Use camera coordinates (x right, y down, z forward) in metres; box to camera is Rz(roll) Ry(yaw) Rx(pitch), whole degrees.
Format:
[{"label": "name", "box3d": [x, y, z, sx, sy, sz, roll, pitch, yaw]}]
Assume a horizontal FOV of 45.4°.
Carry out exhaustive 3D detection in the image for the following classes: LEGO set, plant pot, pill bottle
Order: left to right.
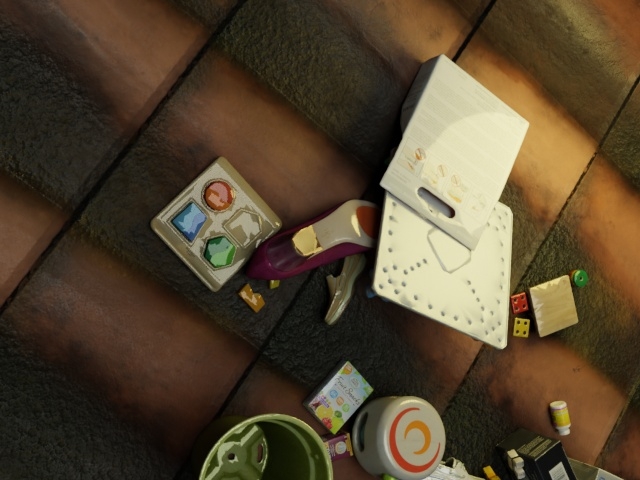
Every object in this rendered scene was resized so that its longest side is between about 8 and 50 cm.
[{"label": "plant pot", "box3d": [-0.149, 0.472, 1.576, 0.276, 0.254, 0.276, 0, 89, -23]}, {"label": "LEGO set", "box3d": [0.461, 0.616, 1.925, 0.087, 0.093, 0.227, -18, 120, -7]}, {"label": "pill bottle", "box3d": [0.638, 0.472, 2.034, 0.043, 0.043, 0.083, -16, 95, -23]}]

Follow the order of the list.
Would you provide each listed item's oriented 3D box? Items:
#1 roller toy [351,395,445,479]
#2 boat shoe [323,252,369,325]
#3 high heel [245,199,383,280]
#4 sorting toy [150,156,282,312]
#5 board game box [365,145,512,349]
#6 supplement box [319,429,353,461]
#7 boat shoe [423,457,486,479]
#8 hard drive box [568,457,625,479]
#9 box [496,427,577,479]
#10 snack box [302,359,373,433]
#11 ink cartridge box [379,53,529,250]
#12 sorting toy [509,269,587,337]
[{"label": "roller toy", "box3d": [0.178, 0.456, 1.775, 0.209, 0.146, 0.191, -33, 96, -32]}, {"label": "boat shoe", "box3d": [0.042, 0.104, 1.775, 0.072, 0.068, 0.190, 29, 68, -8]}, {"label": "high heel", "box3d": [0.000, 0.000, 1.744, 0.377, 0.181, 0.127, -11, 78, -47]}, {"label": "sorting toy", "box3d": [-0.190, -0.002, 1.680, 0.229, 0.041, 0.307, -47, 106, -17]}, {"label": "board game box", "box3d": [0.290, 0.022, 1.808, 0.390, 0.050, 0.390, 25, 58, -24]}, {"label": "supplement box", "box3d": [0.027, 0.477, 1.767, 0.083, 0.043, 0.055, -13, 95, -23]}, {"label": "boat shoe", "box3d": [0.324, 0.571, 1.873, 0.226, 0.083, 0.076, 16, 84, -22]}, {"label": "hard drive box", "box3d": [0.729, 0.649, 1.997, 0.232, 0.181, 0.089, 27, 79, -20]}, {"label": "box", "box3d": [0.550, 0.576, 1.931, 0.093, 0.158, 0.156, -29, 100, -21]}, {"label": "snack box", "box3d": [0.041, 0.362, 1.778, 0.141, 0.037, 0.100, -45, 107, -18]}, {"label": "ink cartridge box", "box3d": [0.315, -0.209, 1.862, 0.308, 0.091, 0.385, 33, 72, -20]}, {"label": "sorting toy", "box3d": [0.595, 0.174, 2.018, 0.274, 0.046, 0.132, -17, 96, -23]}]
